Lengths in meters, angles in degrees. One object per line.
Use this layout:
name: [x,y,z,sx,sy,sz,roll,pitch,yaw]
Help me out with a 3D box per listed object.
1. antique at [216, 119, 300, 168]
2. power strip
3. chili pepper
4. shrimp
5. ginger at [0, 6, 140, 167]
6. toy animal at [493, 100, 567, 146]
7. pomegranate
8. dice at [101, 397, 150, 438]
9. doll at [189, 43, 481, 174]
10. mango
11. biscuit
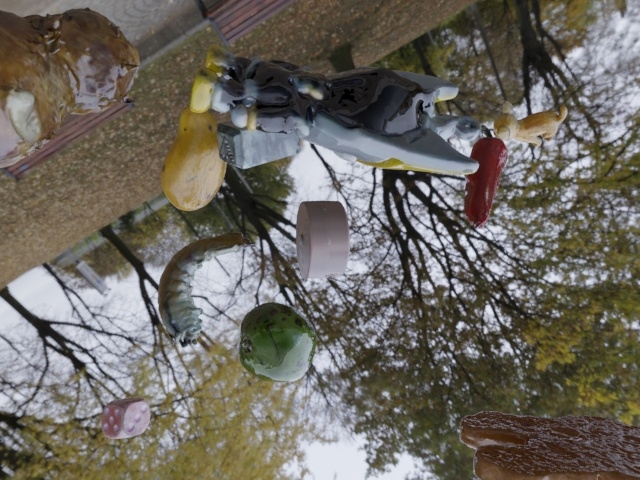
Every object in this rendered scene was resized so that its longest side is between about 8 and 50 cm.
antique: [-0.139,-0.227,0.901,0.088,0.086,0.183,26,-142,36]
power strip: [0.000,0.000,0.771,0.078,0.154,0.154,-1,-162,-14]
chili pepper: [0.469,-0.189,1.149,0.110,0.110,0.387,-7,-129,45]
shrimp: [-0.290,0.087,0.949,0.185,0.068,0.287,31,-102,26]
ginger: [-0.407,-0.242,0.586,0.255,0.176,0.418,-7,-144,-5]
toy animal: [0.287,-0.165,0.563,0.081,0.083,0.060,148,-49,-70]
pomegranate: [-0.124,0.311,1.229,0.254,0.271,0.254,-16,-114,39]
dice: [-0.536,0.488,1.107,0.094,0.091,0.093,-7,168,27]
doll: [0.025,-0.143,0.439,0.317,0.103,0.145,10,-153,-8]
mango: [-0.306,-0.192,0.987,0.157,0.262,0.109,-3,-148,-39]
biscuit: [0.360,0.283,0.523,0.334,0.047,0.202,-1,178,6]
